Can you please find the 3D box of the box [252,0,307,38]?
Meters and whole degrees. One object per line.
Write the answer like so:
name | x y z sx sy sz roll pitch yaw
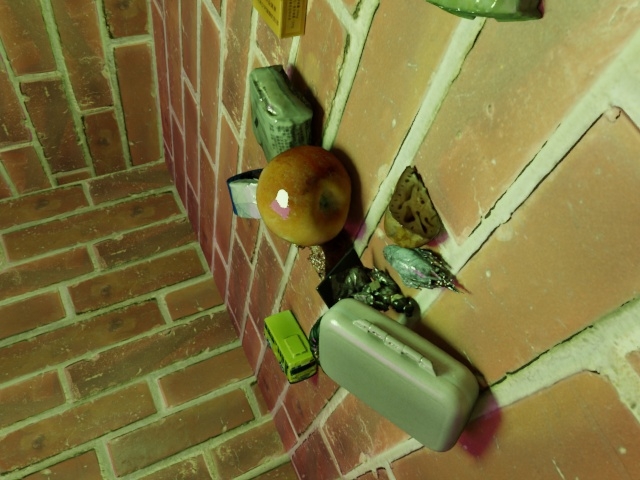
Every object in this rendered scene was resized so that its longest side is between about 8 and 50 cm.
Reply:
box | -0.096 -0.653 1.306 0.174 0.076 0.274 56 154 31

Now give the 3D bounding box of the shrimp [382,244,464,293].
shrimp | 0.211 0.065 1.144 0.233 0.079 0.090 34 100 50

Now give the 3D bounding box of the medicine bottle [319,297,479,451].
medicine bottle | 0.164 0.298 1.230 0.375 0.123 0.282 30 140 26

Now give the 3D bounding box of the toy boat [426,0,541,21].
toy boat | 0.205 -0.385 0.817 0.293 0.055 0.093 46 144 47

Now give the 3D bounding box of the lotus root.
lotus root | 0.172 -0.050 1.123 0.135 0.096 0.159 103 148 -59

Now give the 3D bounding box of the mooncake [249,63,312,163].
mooncake | -0.103 -0.326 1.501 0.254 0.136 0.250 94 152 -54

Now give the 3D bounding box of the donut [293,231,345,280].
donut | -0.001 0.000 1.522 0.217 0.141 0.085 43 136 37

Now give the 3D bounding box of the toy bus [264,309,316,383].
toy bus | -0.119 0.414 2.144 0.262 0.128 0.150 55 153 38

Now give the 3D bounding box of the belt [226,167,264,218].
belt | -0.181 -0.158 1.724 0.347 0.213 0.117 -151 48 -66

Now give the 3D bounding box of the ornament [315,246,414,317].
ornament | 0.134 0.127 1.312 0.196 0.166 0.153 11 141 45

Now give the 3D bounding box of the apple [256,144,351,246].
apple | -0.034 -0.110 1.381 0.253 0.254 0.253 50 150 44

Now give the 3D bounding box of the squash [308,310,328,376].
squash | 0.062 0.296 1.546 0.218 0.172 0.218 45 162 19
